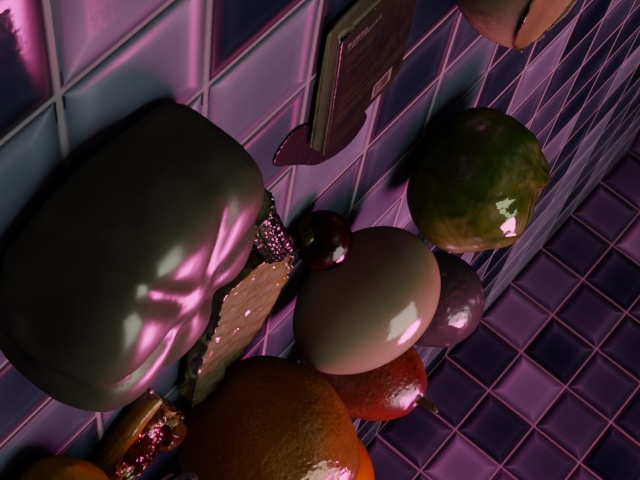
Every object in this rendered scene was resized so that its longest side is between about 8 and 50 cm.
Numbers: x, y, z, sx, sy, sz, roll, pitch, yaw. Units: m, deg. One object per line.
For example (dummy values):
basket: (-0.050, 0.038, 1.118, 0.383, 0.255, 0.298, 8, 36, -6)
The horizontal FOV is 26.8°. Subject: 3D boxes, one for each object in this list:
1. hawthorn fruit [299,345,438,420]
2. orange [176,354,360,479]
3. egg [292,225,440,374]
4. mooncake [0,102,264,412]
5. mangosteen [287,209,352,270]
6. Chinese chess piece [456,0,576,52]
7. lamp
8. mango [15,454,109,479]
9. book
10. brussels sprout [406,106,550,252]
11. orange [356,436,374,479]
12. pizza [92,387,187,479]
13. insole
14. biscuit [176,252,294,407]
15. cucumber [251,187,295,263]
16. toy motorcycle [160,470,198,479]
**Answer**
hawthorn fruit: (0.088, 0.220, 2.235, 0.199, 0.251, 0.199, -46, 152, -34)
orange: (-0.069, 0.293, 1.890, 0.264, 0.264, 0.264, -48, 166, -16)
egg: (0.064, 0.088, 1.941, 0.242, 0.186, 0.186, -42, 167, 4)
mooncake: (-0.157, 0.021, 1.163, 0.275, 0.135, 0.275, -52, 169, -15)
mangosteen: (0.002, 0.000, 1.738, 0.081, 0.081, 0.081, -48, 166, -16)
Chinese chess piece: (0.276, -0.357, 1.648, 0.257, 0.104, 0.257, -47, 166, -16)
lamp: (0.172, 0.134, 2.544, 0.314, 0.182, 0.182, -30, -175, 44)
mango: (-0.297, 0.296, 1.501, 0.137, 0.098, 0.195, -42, 157, -25)
book: (0.053, -0.206, 1.477, 0.160, 0.024, 0.228, -47, 165, -24)
brussels sprout: (0.240, -0.090, 2.039, 0.244, 0.244, 0.244, -48, 166, -16)
orange: (-0.034, 0.419, 2.338, 0.261, 0.261, 0.261, -48, 166, -16)
pizza: (-0.218, 0.254, 1.727, 0.193, 0.053, 0.201, -31, 156, -56)
insole: (0.000, -0.117, 1.584, 0.080, 0.003, 0.232, -57, 165, 22)
biscuit: (-0.102, 0.091, 1.723, 0.187, 0.036, 0.273, -40, 162, -39)
cucumber: (-0.068, -0.014, 1.522, 0.058, 0.058, 0.187, -50, 165, -7)
toy motorcycle: (-0.296, 0.403, 1.687, 0.341, 0.108, 0.223, -43, 171, 39)
